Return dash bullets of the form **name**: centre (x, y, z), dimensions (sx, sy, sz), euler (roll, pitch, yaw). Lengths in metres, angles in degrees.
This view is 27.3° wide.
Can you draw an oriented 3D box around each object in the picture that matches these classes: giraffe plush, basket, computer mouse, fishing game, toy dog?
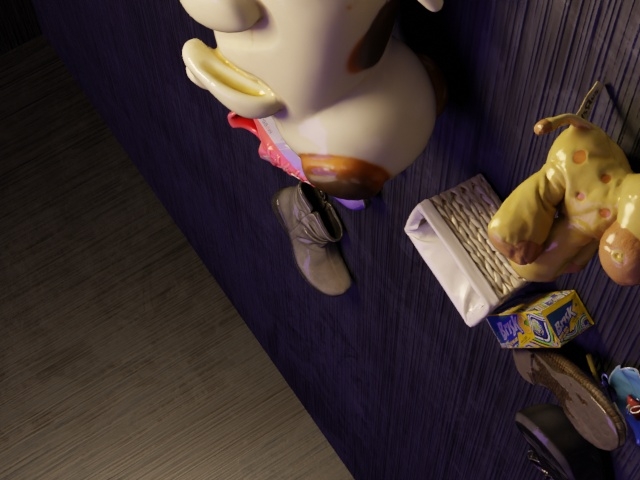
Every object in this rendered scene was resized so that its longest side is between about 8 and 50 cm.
- **giraffe plush**: centre (0.295, -0.026, 1.291), dimensions (0.170, 0.181, 0.210), euler (36, 120, 35)
- **basket**: centre (0.202, 0.011, 1.722), dimensions (0.167, 0.103, 0.113), euler (57, 166, 11)
- **computer mouse**: centre (0.355, 0.304, 1.889), dimensions (0.188, 0.072, 0.272), euler (45, 173, 38)
- **fishing game**: centre (0.410, 0.236, 1.604), dimensions (0.264, 0.041, 0.189), euler (40, 159, 52)
- **toy dog**: centre (0.012, -0.250, 1.552), dimensions (0.396, 0.284, 0.408), euler (8, 142, 30)

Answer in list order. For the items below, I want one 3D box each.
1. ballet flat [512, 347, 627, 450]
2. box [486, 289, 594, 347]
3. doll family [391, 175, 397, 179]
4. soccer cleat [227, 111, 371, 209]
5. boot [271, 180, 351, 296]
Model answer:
- **ballet flat**: centre (0.330, 0.190, 1.705), dimensions (0.250, 0.058, 0.084), euler (-137, 37, -61)
- **box**: centre (0.280, 0.103, 1.711), dimensions (0.054, 0.059, 0.169), euler (61, 162, -4)
- **doll family**: centre (0.053, -0.172, 1.937), dimensions (0.111, 0.076, 0.193), euler (51, 160, 44)
- **soccer cleat**: centre (-0.033, -0.142, 2.183), dimensions (0.318, 0.116, 0.108), euler (50, 163, 34)
- **boot**: centre (0.000, 0.000, 2.453), dimensions (0.246, 0.083, 0.161), euler (60, 160, -9)
